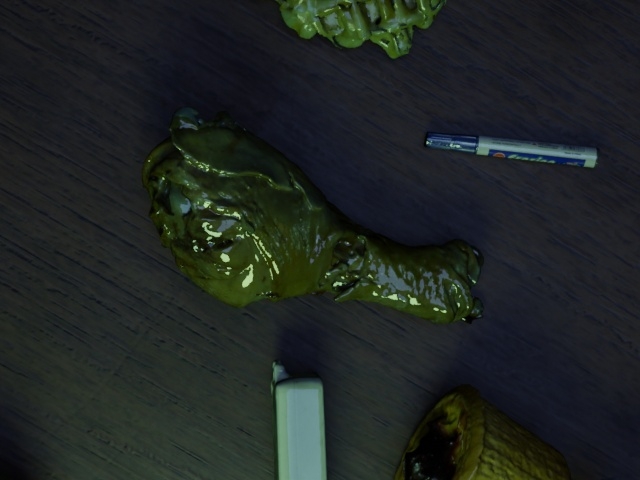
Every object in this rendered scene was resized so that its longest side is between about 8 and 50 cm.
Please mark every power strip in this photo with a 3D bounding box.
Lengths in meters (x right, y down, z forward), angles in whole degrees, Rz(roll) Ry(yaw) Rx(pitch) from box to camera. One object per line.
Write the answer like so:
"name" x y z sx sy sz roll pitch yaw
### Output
"power strip" -0.021 0.304 1.787 0.058 0.098 0.338 -2 91 -6

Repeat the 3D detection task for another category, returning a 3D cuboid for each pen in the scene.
"pen" 0.222 -0.106 1.834 0.204 0.025 0.025 6 90 -2

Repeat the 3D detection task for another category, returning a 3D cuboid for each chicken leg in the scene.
"chicken leg" 0.000 0.000 1.769 0.429 0.153 0.201 19 81 -10

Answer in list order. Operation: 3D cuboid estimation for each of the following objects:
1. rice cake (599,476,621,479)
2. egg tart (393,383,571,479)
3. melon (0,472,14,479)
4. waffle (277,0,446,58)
"rice cake" 0.283 0.454 1.770 0.064 0.070 0.399 15 106 28
"egg tart" 0.173 0.277 1.750 0.171 0.215 0.215 22 89 -14
"melon" -0.451 0.364 1.695 0.329 0.248 0.248 -20 91 -8
"waffle" 0.046 -0.377 1.800 0.297 0.073 0.317 30 89 -3
